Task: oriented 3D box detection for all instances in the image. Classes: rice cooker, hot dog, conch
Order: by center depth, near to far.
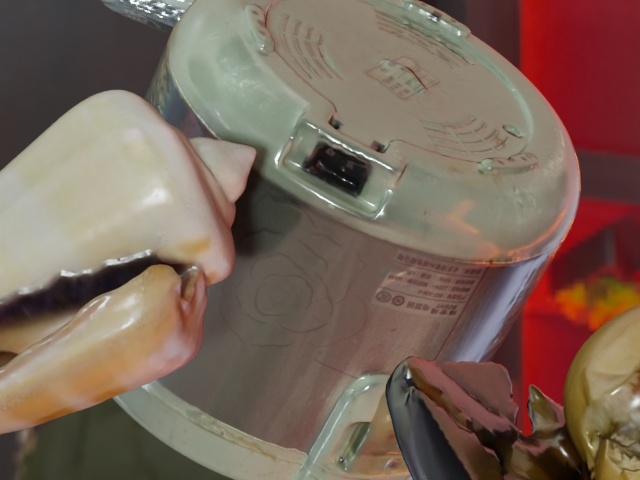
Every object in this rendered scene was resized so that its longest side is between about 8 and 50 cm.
[{"bbox_3d":[0.185,0.088,0.646,0.326,0.194,0.107,9,134,-48],"label":"hot dog"},{"bbox_3d":[-0.136,0.031,0.933,0.255,0.158,0.127,-34,150,10],"label":"conch"},{"bbox_3d":[0.000,0.002,1.125,0.288,0.288,0.277,16,121,-17],"label":"rice cooker"}]

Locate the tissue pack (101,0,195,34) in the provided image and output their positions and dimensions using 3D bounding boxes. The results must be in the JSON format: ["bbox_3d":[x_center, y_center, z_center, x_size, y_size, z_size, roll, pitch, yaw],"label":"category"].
[{"bbox_3d":[-0.076,-0.217,1.725,0.257,0.081,0.185,21,-179,-3],"label":"tissue pack"}]
